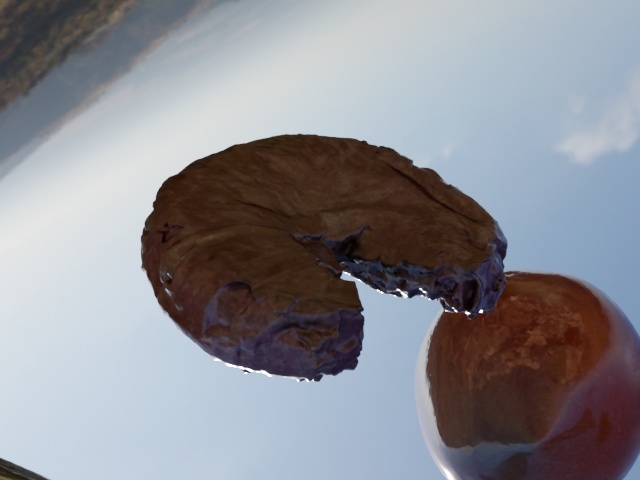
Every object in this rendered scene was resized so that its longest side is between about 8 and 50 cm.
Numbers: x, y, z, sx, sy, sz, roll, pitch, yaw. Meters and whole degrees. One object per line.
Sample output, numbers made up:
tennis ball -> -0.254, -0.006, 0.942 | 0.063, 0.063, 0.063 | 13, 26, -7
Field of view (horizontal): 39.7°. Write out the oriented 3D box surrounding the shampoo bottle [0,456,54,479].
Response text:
shampoo bottle -> -0.192, 0.308, 0.785 | 0.126, 0.350, 0.084 | -61, -177, 1

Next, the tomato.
tomato -> 0.266, 0.197, 1.135 | 0.321, 0.322, 0.321 | -30, -169, 6

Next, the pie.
pie -> 0.000, 0.000, 0.536 | 0.204, 0.054, 0.218 | 31, -138, 30
